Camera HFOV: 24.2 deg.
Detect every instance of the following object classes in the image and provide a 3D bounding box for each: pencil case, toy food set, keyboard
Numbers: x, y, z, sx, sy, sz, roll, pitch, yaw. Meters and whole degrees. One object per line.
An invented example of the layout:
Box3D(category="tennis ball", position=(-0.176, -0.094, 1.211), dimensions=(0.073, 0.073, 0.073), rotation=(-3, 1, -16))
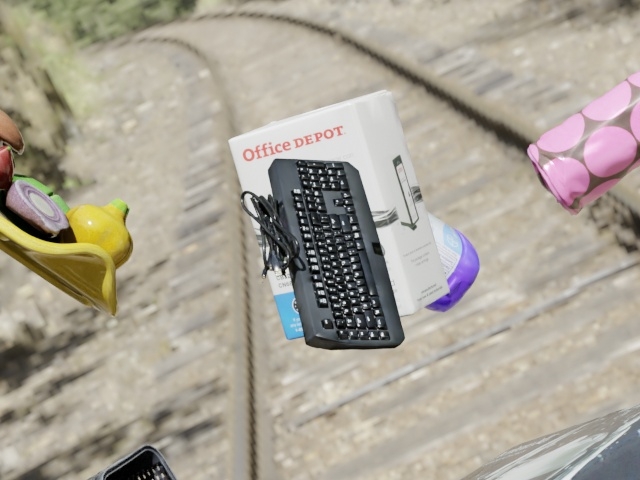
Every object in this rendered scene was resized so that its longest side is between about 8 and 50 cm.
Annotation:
Box3D(category="pencil case", position=(0.306, -0.107, 1.450), dimensions=(0.209, 0.095, 0.098), rotation=(-31, -17, 5))
Box3D(category="toy food set", position=(-0.195, -0.040, 0.908), dimensions=(0.071, 0.218, 0.128), rotation=(-56, -6, -10))
Box3D(category="keyboard", position=(0.000, 0.000, 1.106), dimensions=(0.100, 0.038, 0.192), rotation=(-3, 45, -13))

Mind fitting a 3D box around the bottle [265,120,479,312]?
Box3D(category="bottle", position=(0.044, -0.029, 1.647), dimensions=(0.092, 0.283, 0.118), rotation=(-53, 20, 10))

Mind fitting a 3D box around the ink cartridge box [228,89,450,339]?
Box3D(category="ink cartridge box", position=(0.016, -0.024, 1.404), dimensions=(0.148, 0.203, 0.086), rotation=(-14, 5, 32))

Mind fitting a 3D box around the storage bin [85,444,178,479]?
Box3D(category="storage bin", position=(-0.171, 0.303, 1.434), dimensions=(0.084, 0.180, 0.122), rotation=(-33, -2, 22))

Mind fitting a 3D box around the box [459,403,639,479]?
Box3D(category="box", position=(0.167, 0.399, 1.407), dimensions=(0.472, 0.297, 0.480), rotation=(-27, -6, -23))
